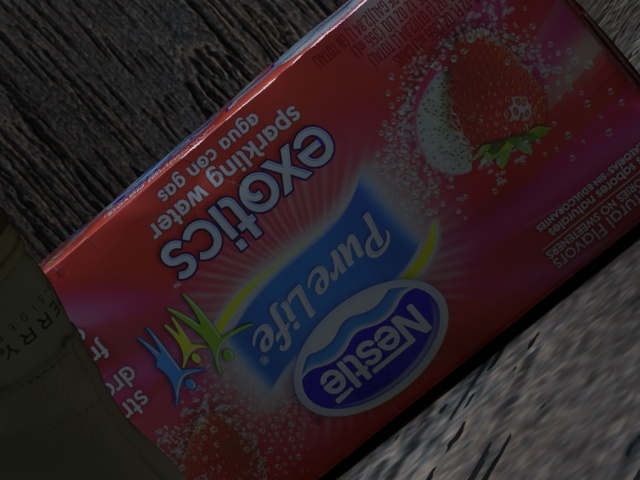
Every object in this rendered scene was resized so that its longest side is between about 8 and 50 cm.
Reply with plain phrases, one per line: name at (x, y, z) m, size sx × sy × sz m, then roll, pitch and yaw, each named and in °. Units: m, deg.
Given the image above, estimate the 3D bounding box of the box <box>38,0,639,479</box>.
box at (0.000, 0.000, 0.738) m, size 0.257 × 0.122 × 0.128 m, roll -40°, pitch 5°, yaw 9°

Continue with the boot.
boot at (-0.121, 0.092, 0.610) m, size 0.213 × 0.165 × 0.077 m, roll -28°, pitch 18°, yaw 38°
